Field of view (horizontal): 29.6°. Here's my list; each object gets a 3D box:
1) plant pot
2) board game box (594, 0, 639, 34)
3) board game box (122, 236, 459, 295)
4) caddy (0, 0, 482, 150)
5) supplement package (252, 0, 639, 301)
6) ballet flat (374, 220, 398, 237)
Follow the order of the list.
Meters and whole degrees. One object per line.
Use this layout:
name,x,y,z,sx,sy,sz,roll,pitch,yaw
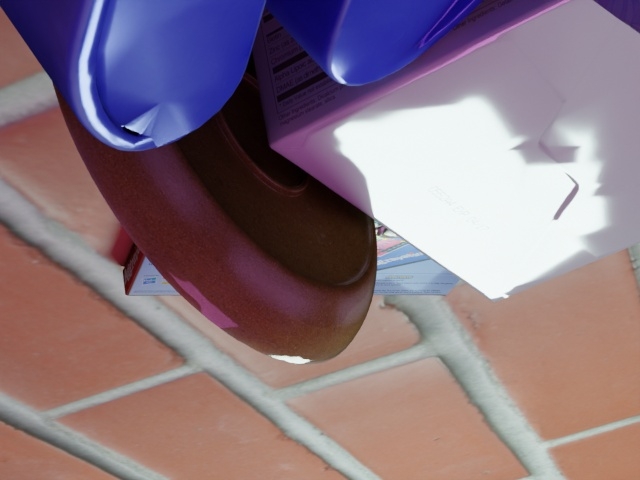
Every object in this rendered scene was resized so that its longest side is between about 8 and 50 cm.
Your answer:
plant pot,-0.040,-0.050,0.611,0.032,0.236,0.236,-31,147,23
board game box,0.287,-0.221,0.445,0.319,0.066,0.318,1,121,-21
board game box,0.000,0.000,0.939,0.281,0.027,0.145,1,151,-22
caddy,-0.021,-0.192,0.425,0.241,0.179,0.341,-20,158,-33
supplement package,0.114,-0.100,0.668,0.204,0.145,0.262,-25,150,23
ballet flat,-0.015,-0.062,0.785,0.241,0.091,0.077,23,168,-41
